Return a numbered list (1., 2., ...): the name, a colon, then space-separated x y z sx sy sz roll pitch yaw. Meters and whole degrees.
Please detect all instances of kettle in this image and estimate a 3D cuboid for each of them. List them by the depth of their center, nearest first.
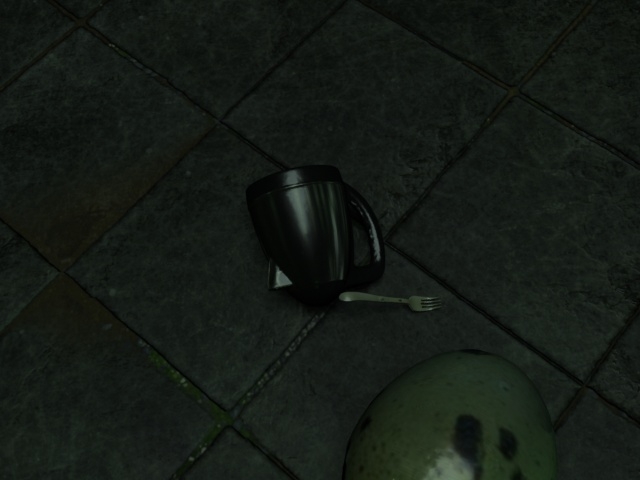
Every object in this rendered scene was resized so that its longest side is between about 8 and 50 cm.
1. kettle: -0.017 0.004 1.517 0.207 0.251 0.271 -20 77 32

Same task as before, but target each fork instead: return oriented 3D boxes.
1. fork: 0.142 0.125 1.492 0.219 0.028 0.034 4 72 -16

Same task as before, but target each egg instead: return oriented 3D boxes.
1. egg: 0.217 0.378 1.224 0.345 0.345 0.428 20 60 12
